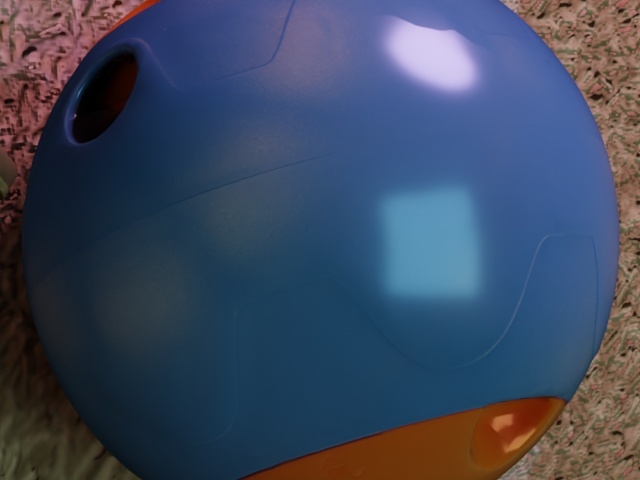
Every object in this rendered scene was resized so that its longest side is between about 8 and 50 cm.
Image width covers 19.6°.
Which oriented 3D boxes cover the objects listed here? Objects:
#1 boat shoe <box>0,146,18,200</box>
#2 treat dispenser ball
[{"bbox_3d":[-0.267,-0.064,0.708,0.307,0.110,0.104,31,76,-25],"label":"boat shoe"},{"bbox_3d":[0.000,0.000,0.899,0.288,0.288,0.288,-3,95,-44],"label":"treat dispenser ball"}]
